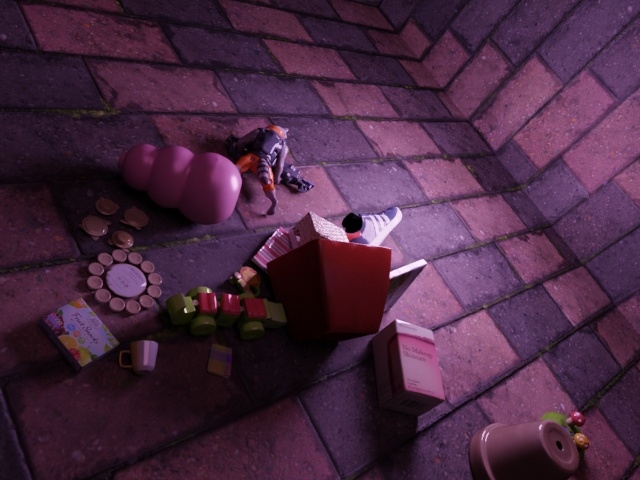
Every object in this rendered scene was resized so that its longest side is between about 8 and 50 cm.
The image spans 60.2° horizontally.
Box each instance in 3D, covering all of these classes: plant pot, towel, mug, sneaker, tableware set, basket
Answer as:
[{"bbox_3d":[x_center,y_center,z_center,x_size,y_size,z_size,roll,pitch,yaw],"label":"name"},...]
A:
[{"bbox_3d":[0.032,0.155,1.544,0.267,0.267,0.235,7,69,-35],"label":"plant pot"},{"bbox_3d":[-0.116,0.054,1.694,0.144,0.029,0.197,41,40,-4],"label":"towel"},{"bbox_3d":[-0.406,0.269,1.249,0.062,0.078,0.064,42,34,-56],"label":"mug"},{"bbox_3d":[0.166,-0.058,1.940,0.148,0.131,0.350,46,40,-1],"label":"sneaker"},{"bbox_3d":[-0.538,-0.047,1.449,0.141,0.020,0.168,30,41,-15],"label":"tableware set"},{"bbox_3d":[0.000,0.000,1.741,0.167,0.103,0.113,26,29,-33],"label":"basket"},{"bbox_3d":[0.603,0.631,1.587,0.263,0.229,0.263,22,44,-23],"label":"plant pot"},{"bbox_3d":[-0.250,0.299,1.373,0.060,0.009,0.083,21,43,-22],"label":"towel"}]

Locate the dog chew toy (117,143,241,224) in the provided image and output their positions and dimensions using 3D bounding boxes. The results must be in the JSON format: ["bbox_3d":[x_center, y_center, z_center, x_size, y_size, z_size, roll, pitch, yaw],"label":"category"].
[{"bbox_3d":[-0.396,-0.170,1.549,0.332,0.206,0.206,17,44,-15],"label":"dog chew toy"}]

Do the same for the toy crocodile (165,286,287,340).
[{"bbox_3d":[-0.233,0.180,1.419,0.341,0.105,0.115,11,48,-33],"label":"toy crocodile"}]

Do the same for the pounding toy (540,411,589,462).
[{"bbox_3d":[0.826,0.652,1.840,0.237,0.110,0.183,-7,59,-43],"label":"pounding toy"}]

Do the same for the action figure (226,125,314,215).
[{"bbox_3d":[-0.152,-0.249,1.832,0.341,0.178,0.330,24,52,-17],"label":"action figure"}]

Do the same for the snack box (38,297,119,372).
[{"bbox_3d":[-0.528,0.205,1.211,0.141,0.037,0.100,47,38,7],"label":"snack box"}]

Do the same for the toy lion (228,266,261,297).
[{"bbox_3d":[-0.203,0.120,1.561,0.096,0.034,0.100,-12,63,-53],"label":"toy lion"}]

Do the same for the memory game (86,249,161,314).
[{"bbox_3d":[-0.483,0.100,1.365,0.186,0.012,0.186,22,43,-22],"label":"memory game"}]

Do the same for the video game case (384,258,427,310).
[{"bbox_3d":[0.207,0.160,1.698,0.206,0.227,0.026,-15,57,-46],"label":"video game case"}]

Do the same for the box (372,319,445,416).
[{"bbox_3d":[0.254,0.373,1.619,0.149,0.127,0.232,20,44,-24],"label":"box"}]
